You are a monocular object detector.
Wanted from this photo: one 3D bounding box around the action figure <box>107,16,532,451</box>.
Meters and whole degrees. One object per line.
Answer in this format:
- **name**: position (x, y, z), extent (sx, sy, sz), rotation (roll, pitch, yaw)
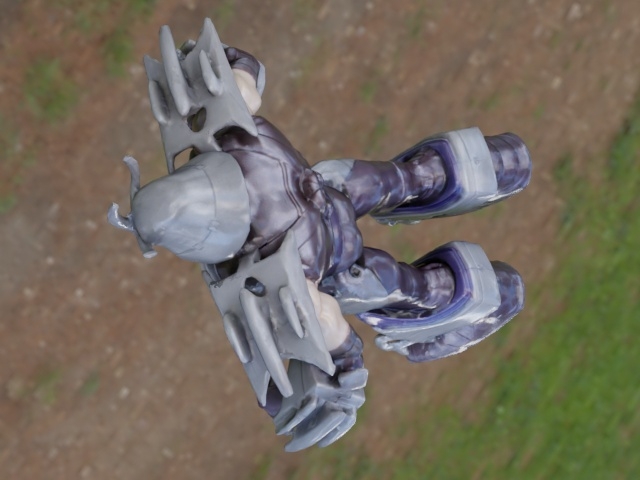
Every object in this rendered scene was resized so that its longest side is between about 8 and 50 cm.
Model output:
- **action figure**: position (0.000, 0.000, 0.762), extent (0.099, 0.185, 0.285), rotation (-17, 167, 31)
